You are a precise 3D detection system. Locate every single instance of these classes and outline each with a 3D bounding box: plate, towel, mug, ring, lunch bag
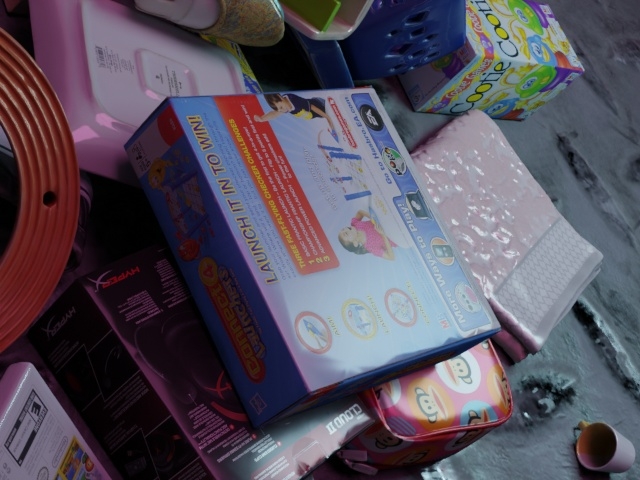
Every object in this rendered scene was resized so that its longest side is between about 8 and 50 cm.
[{"bbox_3d":[-0.171,-0.158,1.225,0.278,0.045,0.277,17,42,-35],"label":"plate"},{"bbox_3d":[0.249,-0.021,1.621,0.317,0.053,0.332,50,37,2],"label":"towel"},{"bbox_3d":[0.376,0.268,1.492,0.064,0.062,0.078,26,49,-38],"label":"mug"},{"bbox_3d":[-0.352,-0.036,0.934,0.337,0.032,0.336,-9,104,-39],"label":"ring"},{"bbox_3d":[0.063,0.106,1.278,0.258,0.120,0.293,1,59,-43],"label":"lunch bag"}]

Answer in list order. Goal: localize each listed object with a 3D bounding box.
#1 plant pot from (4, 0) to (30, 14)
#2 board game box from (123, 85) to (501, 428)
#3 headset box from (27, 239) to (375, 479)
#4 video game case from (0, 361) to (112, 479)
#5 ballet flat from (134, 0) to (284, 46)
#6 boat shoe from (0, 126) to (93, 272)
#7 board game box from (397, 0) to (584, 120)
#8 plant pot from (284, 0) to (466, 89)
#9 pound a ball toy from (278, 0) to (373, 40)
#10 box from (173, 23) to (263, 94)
[{"bbox_3d":[-0.300,-0.320,1.313,0.096,0.109,0.109,12,50,-50],"label":"plant pot"},{"bbox_3d":[0.000,0.000,1.142,0.302,0.086,0.308,-11,69,-47],"label":"board game box"},{"bbox_3d":[-0.100,0.144,1.097,0.293,0.110,0.218,54,39,7],"label":"headset box"},{"bbox_3d":[-0.226,0.244,0.877,0.227,0.026,0.206,-74,148,-48],"label":"video game case"},{"bbox_3d":[-0.192,-0.320,1.252,0.348,0.123,0.123,45,38,-11],"label":"ballet flat"},{"bbox_3d":[-0.346,-0.056,1.023,0.335,0.121,0.119,17,44,-37],"label":"boat shoe"},{"bbox_3d":[0.253,-0.287,1.775,0.275,0.144,0.142,-1,60,-44],"label":"board game box"},{"bbox_3d":[0.045,-0.336,1.520,0.236,0.212,0.236,60,2,13],"label":"plant pot"},{"bbox_3d":[-0.092,-0.349,1.391,0.319,0.208,0.136,37,25,16],"label":"pound a ball toy"},{"bbox_3d":[-0.123,-0.203,1.416,0.059,0.054,0.168,-8,65,-47],"label":"box"}]
